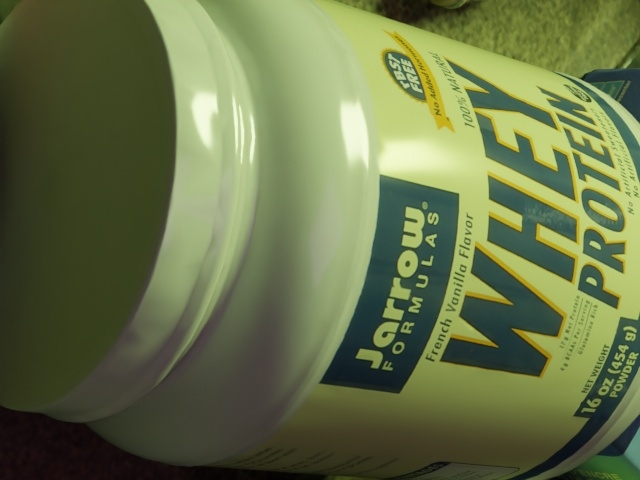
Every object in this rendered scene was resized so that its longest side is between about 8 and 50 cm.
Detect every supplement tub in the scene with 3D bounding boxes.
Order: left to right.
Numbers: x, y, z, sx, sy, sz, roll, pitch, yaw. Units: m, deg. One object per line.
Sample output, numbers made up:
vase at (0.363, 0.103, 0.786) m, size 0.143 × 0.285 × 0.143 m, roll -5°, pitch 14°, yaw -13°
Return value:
supplement tub at (0.000, 0.000, 0.797) m, size 0.325 × 0.235 × 0.235 m, roll 11°, pitch 86°, yaw -40°

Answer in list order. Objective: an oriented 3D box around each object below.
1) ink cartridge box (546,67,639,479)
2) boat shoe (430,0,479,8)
ink cartridge box at (0.243, 0.066, 1.066) m, size 0.395 × 0.151 × 0.270 m, roll 43°, pitch 66°, yaw -32°
boat shoe at (0.088, -0.281, 0.938) m, size 0.089 × 0.105 × 0.285 m, roll -23°, pitch 110°, yaw -32°
